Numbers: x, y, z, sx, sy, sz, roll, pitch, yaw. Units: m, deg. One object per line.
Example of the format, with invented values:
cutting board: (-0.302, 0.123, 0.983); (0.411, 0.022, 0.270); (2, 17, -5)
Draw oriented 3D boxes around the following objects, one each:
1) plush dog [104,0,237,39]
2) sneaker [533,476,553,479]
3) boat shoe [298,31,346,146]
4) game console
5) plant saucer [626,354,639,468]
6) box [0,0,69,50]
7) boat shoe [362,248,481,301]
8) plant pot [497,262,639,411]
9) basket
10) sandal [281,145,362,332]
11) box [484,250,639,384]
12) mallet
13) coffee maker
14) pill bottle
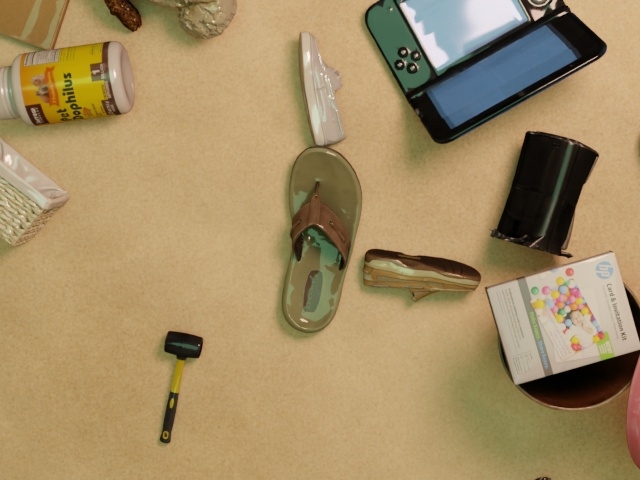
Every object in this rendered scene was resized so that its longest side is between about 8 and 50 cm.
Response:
plush dog: (-0.269, -0.446, 1.851); (0.225, 0.210, 0.263); (0, 93, 29)
sneaker: (0.326, 0.457, 1.930); (0.162, 0.063, 0.073); (-35, 95, 5)
boat shoe: (0.005, -0.244, 1.898); (0.063, 0.066, 0.184); (-11, 93, -7)
game console: (0.245, -0.321, 1.825); (0.293, 0.173, 0.250); (-29, 92, 4)
plant saucer: (0.576, 0.206, 1.777); (0.084, 0.332, 0.332); (21, 96, 40)
box: (-0.481, -0.428, 1.930); (0.164, 0.021, 0.201); (20, 95, 1)
boat shoe: (0.161, 0.064, 1.916); (0.190, 0.068, 0.072); (11, 107, 12)
plant pot: (0.367, 0.133, 1.820); (0.215, 0.230, 0.215); (0, 93, 2)
basket: (-0.508, -0.080, 1.912); (0.167, 0.113, 0.103); (40, 99, 0)
sandal: (0.001, 0.001, 1.902); (0.120, 0.086, 0.303); (5, 94, 3)
box: (0.343, 0.110, 1.686); (0.186, 0.038, 0.145); (-16, 93, 3)
mallet: (-0.248, 0.239, 1.960); (0.062, 0.039, 0.190); (19, 99, 0)
coffee maker: (0.350, -0.073, 1.838); (0.120, 0.171, 0.178); (16, 93, 18)
pill bottle: (-0.411, -0.246, 1.891); (0.214, 0.117, 0.117); (-8, 94, 4)
